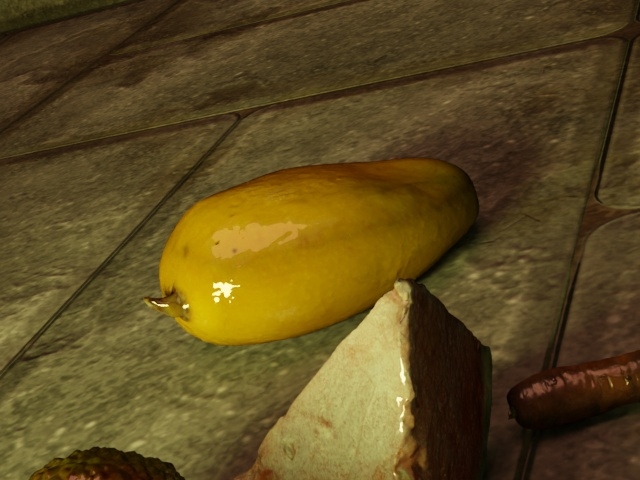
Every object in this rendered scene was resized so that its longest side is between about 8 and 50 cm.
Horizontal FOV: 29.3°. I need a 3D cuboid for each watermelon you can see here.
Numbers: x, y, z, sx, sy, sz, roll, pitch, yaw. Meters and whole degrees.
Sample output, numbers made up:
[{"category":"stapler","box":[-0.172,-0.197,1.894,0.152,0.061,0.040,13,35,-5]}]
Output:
[{"category":"watermelon","box":[0.056,0.110,0.645,0.207,0.136,0.202,-42,-9,-34]}]

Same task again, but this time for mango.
[{"category":"mango","box":[0.000,0.000,0.993,0.316,0.119,0.176,-18,17,-24]}]

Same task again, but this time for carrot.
[{"category":"carrot","box":[0.192,0.082,0.743,0.165,0.036,0.036,-15,22,3]}]

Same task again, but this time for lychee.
[{"category":"lychee","box":[-0.120,0.170,0.673,0.114,0.114,0.146,-12,12,16]}]
